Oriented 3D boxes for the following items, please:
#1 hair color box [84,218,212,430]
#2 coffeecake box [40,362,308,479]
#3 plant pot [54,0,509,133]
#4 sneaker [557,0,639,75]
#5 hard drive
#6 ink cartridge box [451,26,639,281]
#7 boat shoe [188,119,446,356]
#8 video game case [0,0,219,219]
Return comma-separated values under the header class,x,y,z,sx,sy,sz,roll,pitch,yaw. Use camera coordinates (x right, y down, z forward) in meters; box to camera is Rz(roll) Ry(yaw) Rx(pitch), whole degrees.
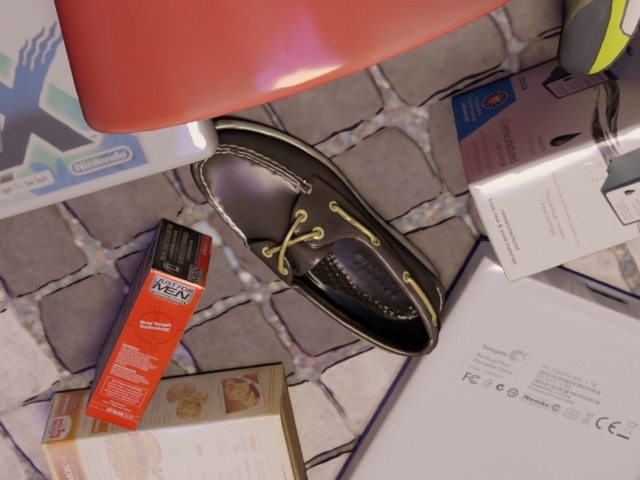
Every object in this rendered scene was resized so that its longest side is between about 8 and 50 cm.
class,x,y,z,sx,sy,sz,roll,pitch,yaw
hair color box,-0.126,0.063,0.939,0.043,0.072,0.141,21,120,-12
coffeecake box,-0.109,0.184,1.014,0.186,0.068,0.142,-8,121,5
plant pot,-0.041,-0.217,0.670,0.275,0.275,0.243,-17,108,10
sneaker,0.138,-0.240,0.749,0.121,0.111,0.299,-1,117,14
hard drive,0.148,0.165,1.019,0.210,0.040,0.318,21,119,-12
ink cartridge box,0.190,-0.066,0.820,0.191,0.139,0.082,-22,117,12
boat shoe,0.000,0.000,0.902,0.228,0.068,0.081,36,115,-20
video game case,-0.268,-0.145,0.816,0.329,0.036,0.299,-15,114,10
